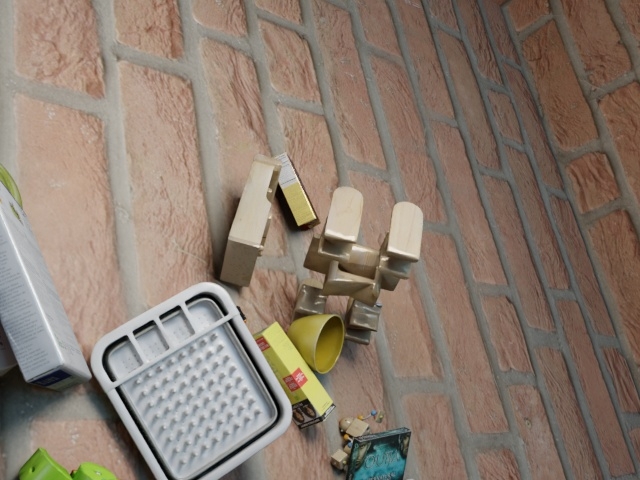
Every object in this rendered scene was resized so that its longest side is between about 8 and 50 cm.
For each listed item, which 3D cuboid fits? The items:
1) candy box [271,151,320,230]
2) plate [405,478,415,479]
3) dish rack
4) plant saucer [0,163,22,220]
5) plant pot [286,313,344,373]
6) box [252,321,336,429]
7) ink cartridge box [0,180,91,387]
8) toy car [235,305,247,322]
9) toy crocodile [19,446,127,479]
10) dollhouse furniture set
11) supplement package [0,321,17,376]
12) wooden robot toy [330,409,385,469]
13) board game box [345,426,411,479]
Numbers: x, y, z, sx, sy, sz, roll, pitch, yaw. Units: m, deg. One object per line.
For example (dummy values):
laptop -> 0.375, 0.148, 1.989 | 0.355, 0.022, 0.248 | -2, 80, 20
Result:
candy box -> -0.064, -0.122, 1.851 | 0.109, 0.053, 0.187 | 41, 26, -80
plate -> 0.197, 0.710, 1.639 | 0.277, 0.045, 0.278 | -11, 74, -47
dish rack -> -0.242, 0.278, 1.382 | 0.285, 0.072, 0.333 | -30, 88, -23
plant saucer -> -0.641, -0.081, 1.292 | 0.241, 0.037, 0.241 | 24, 51, -34
plant pot -> -0.020, 0.222, 1.641 | 0.134, 0.095, 0.134 | -32, 127, -54
box -> -0.069, 0.296, 1.596 | 0.232, 0.087, 0.058 | 57, 40, -3
ink cartridge box -> -0.472, 0.075, 1.166 | 0.071, 0.324, 0.330 | -24, 81, -15
toy car -> -0.211, 0.189, 1.574 | 0.122, 0.060, 0.041 | -30, 133, -34
toy crocodile -> -0.340, 0.443, 1.226 | 0.340, 0.105, 0.115 | 30, 89, -30
dollhouse furniture set -> 0.000, 0.000, 1.662 | 0.394, 0.362, 0.257 | 15, 51, -4
supplement package -> -0.613, 0.116, 1.071 | 0.198, 0.199, 0.263 | -13, 75, -48
wooden robot toy -> 0.073, 0.442, 1.675 | 0.173, 0.079, 0.076 | -48, 137, -25
board game box -> 0.133, 0.500, 1.666 | 0.186, 0.026, 0.126 | 4, 97, -45
